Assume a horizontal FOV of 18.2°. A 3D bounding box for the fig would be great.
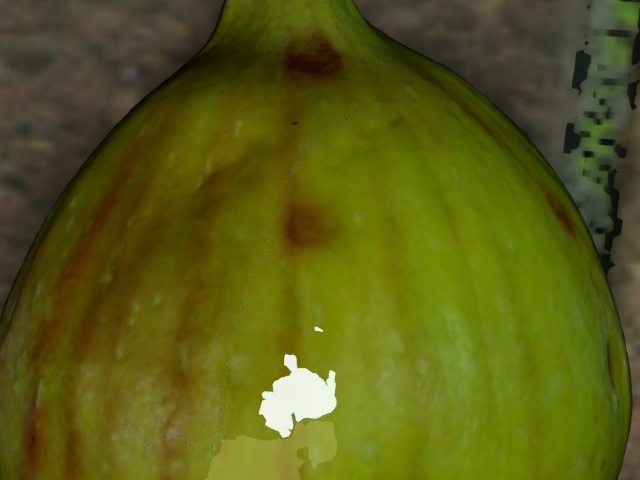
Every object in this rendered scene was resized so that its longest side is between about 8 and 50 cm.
[{"bbox_3d":[-0.012,0.007,0.453,0.142,0.148,0.186,-12,87,29],"label":"fig"}]
